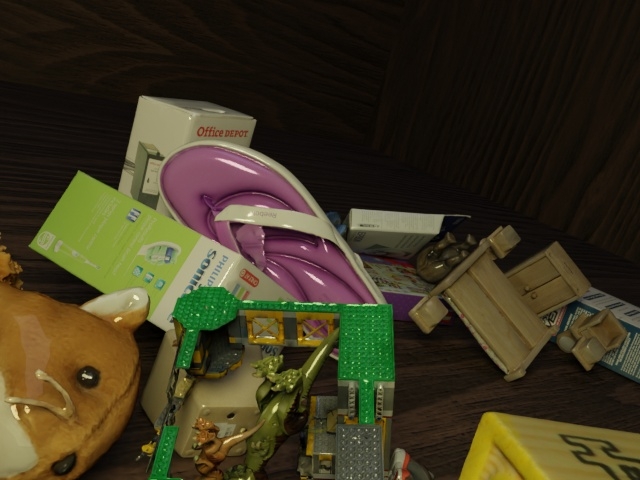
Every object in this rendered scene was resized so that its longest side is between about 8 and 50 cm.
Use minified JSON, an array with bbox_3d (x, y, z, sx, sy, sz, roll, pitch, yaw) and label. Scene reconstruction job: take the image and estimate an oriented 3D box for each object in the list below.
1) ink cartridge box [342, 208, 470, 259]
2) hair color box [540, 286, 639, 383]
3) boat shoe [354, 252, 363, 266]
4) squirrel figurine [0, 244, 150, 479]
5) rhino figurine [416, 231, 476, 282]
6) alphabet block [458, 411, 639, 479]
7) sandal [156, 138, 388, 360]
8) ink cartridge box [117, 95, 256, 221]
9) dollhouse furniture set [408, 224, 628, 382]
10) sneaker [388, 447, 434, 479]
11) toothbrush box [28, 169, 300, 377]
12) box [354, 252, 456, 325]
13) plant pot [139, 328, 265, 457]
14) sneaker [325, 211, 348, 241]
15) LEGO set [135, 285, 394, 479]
[{"bbox_3d":[0.149,-0.007,1.476,0.224,0.045,0.223,2,-13,-6],"label":"ink cartridge box"},{"bbox_3d":[0.609,0.196,1.499,0.347,0.105,0.174,27,17,33],"label":"hair color box"},{"bbox_3d":[-0.006,0.072,1.192,0.063,0.066,0.184,-12,-12,-41],"label":"boat shoe"},{"bbox_3d":[-0.342,0.057,0.655,0.371,0.281,0.397,17,16,-27],"label":"squirrel figurine"},{"bbox_3d":[0.266,0.041,1.501,0.243,0.106,0.073,7,51,-56],"label":"rhino figurine"},{"bbox_3d":[0.225,0.274,0.623,0.197,0.192,0.193,11,14,-19],"label":"alphabet block"},{"bbox_3d":[-0.052,0.014,1.078,0.416,0.169,0.102,41,13,-7],"label":"sandal"},{"bbox_3d":[-0.235,-0.099,1.315,0.115,0.272,0.198,23,15,22],"label":"ink cartridge box"},{"bbox_3d":[0.315,0.169,1.343,0.355,0.174,0.303,-36,86,-38],"label":"dollhouse furniture set"},{"bbox_3d":[0.097,0.263,0.780,0.065,0.061,0.158,24,15,2],"label":"sneaker"},{"bbox_3d":[-0.191,0.048,0.985,0.283,0.122,0.206,27,-10,30],"label":"toothbrush box"},{"bbox_3d":[0.084,0.081,1.434,0.293,0.057,0.201,9,17,-28],"label":"box"},{"bbox_3d":[-0.115,0.168,0.816,0.109,0.109,0.096,7,31,-32],"label":"plant pot"},{"bbox_3d":[0.000,0.000,1.405,0.087,0.083,0.221,1,11,-7],"label":"sneaker"},{"bbox_3d":[-0.036,0.203,0.673,0.255,0.192,0.331,-4,36,-4],"label":"LEGO set"}]
